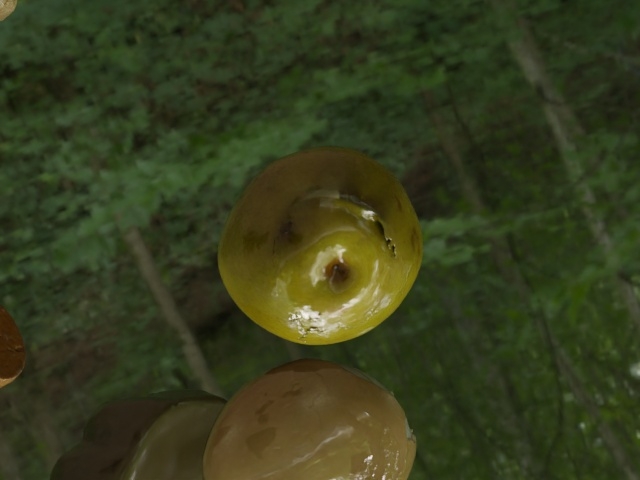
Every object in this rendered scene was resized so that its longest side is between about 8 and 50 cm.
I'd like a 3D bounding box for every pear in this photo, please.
[{"bbox_3d":[-0.011,-0.001,1.546,0.285,0.285,0.336,-28,-155,-23],"label":"pear"}]

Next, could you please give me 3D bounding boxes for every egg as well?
[{"bbox_3d":[-0.019,0.236,1.249,0.244,0.201,0.201,-14,-166,-36],"label":"egg"}]

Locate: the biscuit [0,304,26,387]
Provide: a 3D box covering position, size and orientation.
[{"bbox_3d":[-0.290,0.082,0.768,0.036,0.165,0.250,-36,175,16],"label":"biscuit"}]

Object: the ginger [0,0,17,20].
[{"bbox_3d":[-0.331,-0.247,1.013,0.190,0.095,0.069,148,-33,-79],"label":"ginger"}]

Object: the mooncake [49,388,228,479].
[{"bbox_3d":[-0.255,0.426,1.820,0.201,0.378,0.378,2,-151,44],"label":"mooncake"}]
